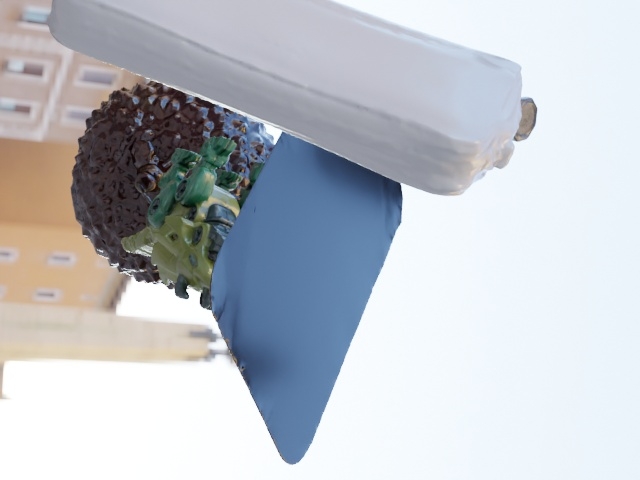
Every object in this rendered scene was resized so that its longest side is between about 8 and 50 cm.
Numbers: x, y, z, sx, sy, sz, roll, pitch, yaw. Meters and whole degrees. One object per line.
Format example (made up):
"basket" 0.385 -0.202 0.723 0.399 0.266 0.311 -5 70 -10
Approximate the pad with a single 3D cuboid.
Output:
"pad" 0.000 0.000 0.901 0.267 0.004 0.181 -64 146 -41

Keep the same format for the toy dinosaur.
"toy dinosaur" -0.129 -0.019 1.317 0.259 0.094 0.153 11 -105 60

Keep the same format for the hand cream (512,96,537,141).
"hand cream" 0.090 -0.149 1.348 0.271 0.091 0.058 20 -79 38

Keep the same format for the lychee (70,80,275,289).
"lychee" -0.172 -0.070 1.632 0.300 0.264 0.264 -2 97 -84

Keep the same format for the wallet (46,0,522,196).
"wallet" -0.010 -0.074 0.538 0.095 0.190 0.033 -55 166 -54
